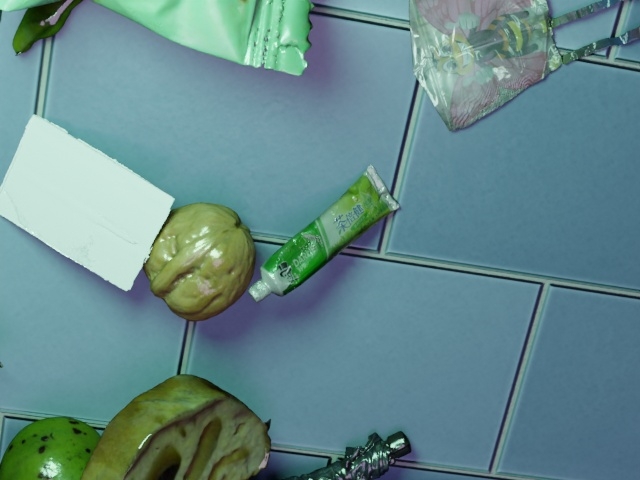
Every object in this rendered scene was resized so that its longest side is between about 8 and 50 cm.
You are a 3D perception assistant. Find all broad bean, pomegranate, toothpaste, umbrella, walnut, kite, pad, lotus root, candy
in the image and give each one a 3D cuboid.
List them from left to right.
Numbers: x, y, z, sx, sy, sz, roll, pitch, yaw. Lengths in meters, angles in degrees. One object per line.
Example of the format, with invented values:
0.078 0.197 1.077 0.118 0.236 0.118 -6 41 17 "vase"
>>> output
-0.322 -0.309 1.741 0.195 0.046 0.061 -29 99 4 "broad bean"
-0.345 0.342 1.942 0.247 0.202 0.202 -19 114 -12 "pomegranate"
-0.319 -0.050 1.823 0.232 0.004 0.156 30 107 8 "pad"
-0.193 -0.359 1.662 0.397 0.172 0.263 11 85 -17 "candy"
-0.216 0.391 1.907 0.375 0.111 0.391 -14 114 -48 "lotus root"
-0.164 0.025 1.849 0.166 0.149 0.167 6 104 27 "walnut"
0.000 0.000 1.873 0.248 0.047 0.078 -39 109 -14 "toothpaste"
0.036 0.357 2.046 0.224 0.071 0.080 -27 140 1 "umbrella"
0.296 -0.284 1.827 0.360 0.022 0.204 -16 113 6 "kite"

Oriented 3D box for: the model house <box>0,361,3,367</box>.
-0.534 0.143 1.857 0.088 0.117 0.167 -49 116 -26 "model house"
